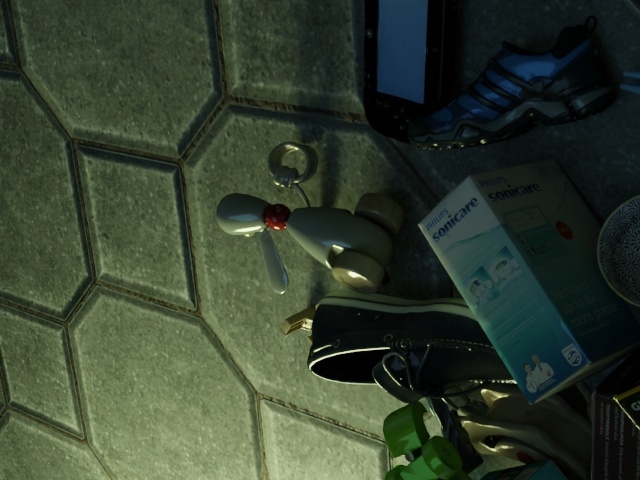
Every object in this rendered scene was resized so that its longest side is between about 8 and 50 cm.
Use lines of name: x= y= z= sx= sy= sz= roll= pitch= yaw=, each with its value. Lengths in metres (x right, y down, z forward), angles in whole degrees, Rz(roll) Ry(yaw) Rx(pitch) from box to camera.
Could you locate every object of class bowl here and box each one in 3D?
bowl: x=0.461 y=0.026 z=1.455 sx=0.170 sy=0.170 sz=0.080 roll=33 pitch=171 yaw=26

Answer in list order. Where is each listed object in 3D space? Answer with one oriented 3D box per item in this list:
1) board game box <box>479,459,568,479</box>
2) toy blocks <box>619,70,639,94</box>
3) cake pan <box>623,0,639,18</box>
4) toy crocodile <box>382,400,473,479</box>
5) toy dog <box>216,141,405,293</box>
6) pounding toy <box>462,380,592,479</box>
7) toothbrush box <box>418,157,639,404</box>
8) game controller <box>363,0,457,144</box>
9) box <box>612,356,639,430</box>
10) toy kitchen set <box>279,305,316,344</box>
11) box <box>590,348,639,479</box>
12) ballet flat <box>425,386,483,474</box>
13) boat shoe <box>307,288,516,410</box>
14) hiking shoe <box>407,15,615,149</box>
board game box: x=0.388 y=0.504 z=1.680 sx=0.336 sy=0.079 sz=0.254 roll=51 pitch=160 yaw=4
toy blocks: x=0.444 y=-0.209 z=1.365 sx=0.148 sy=0.054 sz=0.123 roll=18 pitch=162 yaw=35
cake pan: x=0.476 y=-0.382 z=1.289 sx=0.293 sy=0.054 sz=0.293 roll=19 pitch=121 yaw=35
toy crocodile: x=0.209 y=0.399 z=1.643 sx=0.115 sy=0.105 sz=0.340 roll=-46 pitch=76 yaw=27
toy dog: x=0.000 y=0.000 z=1.822 sx=0.333 sy=0.220 sz=0.161 roll=34 pitch=161 yaw=34
pounding toy: x=0.367 y=0.280 z=1.687 sx=0.269 sy=0.155 sz=0.154 roll=1 pitch=138 yaw=51
toothbrush box: x=0.307 y=0.048 z=1.494 sx=0.126 sy=0.216 sz=0.296 roll=-47 pitch=66 yaw=40
game controller: x=0.130 y=-0.301 z=1.626 sx=0.166 sy=0.067 sz=0.319 roll=18 pitch=120 yaw=35
box: x=0.536 y=0.096 z=1.313 sx=0.079 sy=0.257 sz=0.322 roll=50 pitch=135 yaw=0
toy kitchen set: x=-0.024 y=0.180 z=1.981 sx=0.083 sy=0.075 sz=0.068 roll=48 pitch=135 yaw=20
box: x=0.501 y=0.269 z=1.491 sx=0.203 sy=0.168 sz=0.167 roll=12 pitch=116 yaw=37
ballet flat: x=0.226 y=0.296 z=1.828 sx=0.074 sy=0.074 sz=0.203 roll=-19 pitch=90 yaw=45
boat shoe: x=0.167 y=0.183 z=1.713 sx=0.500 sy=0.156 sz=0.187 roll=3 pitch=151 yaw=45
hiking shoe: x=0.258 y=-0.210 z=1.526 sx=0.304 sy=0.113 sz=0.132 roll=-13 pitch=90 yaw=28
